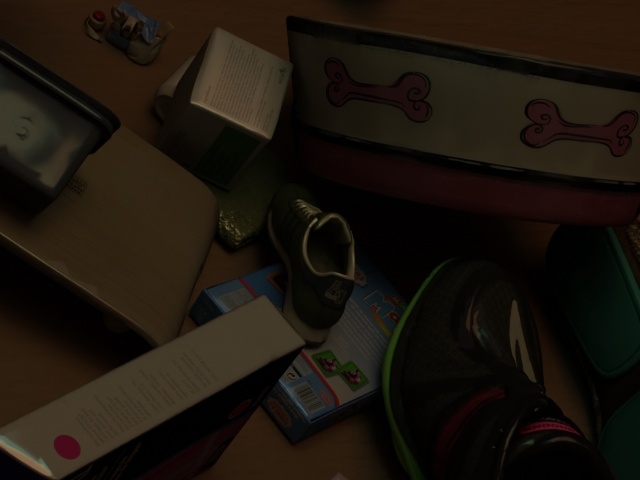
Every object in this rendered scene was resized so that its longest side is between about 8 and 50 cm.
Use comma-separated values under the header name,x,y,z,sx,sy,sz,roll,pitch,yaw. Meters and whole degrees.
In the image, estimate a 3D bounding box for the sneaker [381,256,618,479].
name,x,y,z,sx,sy,sz,roll,pitch,yaw
sneaker,0.170,0.198,1.556,0.185,0.202,0.483,29,39,-28

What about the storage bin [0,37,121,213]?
name,x,y,z,sx,sy,sz,roll,pitch,yaw
storage bin,-0.252,-0.088,1.507,0.135,0.098,0.091,35,64,-14

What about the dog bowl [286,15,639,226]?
name,x,y,z,sx,sy,sz,roll,pitch,yaw
dog bowl,0.155,-0.116,1.791,0.408,0.150,0.408,10,7,-1

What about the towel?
name,x,y,z,sx,sy,sz,roll,pitch,yaw
towel,-0.079,-0.053,1.785,0.110,0.027,0.148,42,38,7

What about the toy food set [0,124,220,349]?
name,x,y,z,sx,sy,sz,roll,pitch,yaw
toy food set,-0.237,-0.023,1.603,0.306,0.092,0.220,35,36,-14

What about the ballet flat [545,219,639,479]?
name,x,y,z,sx,sy,sz,roll,pitch,yaw
ballet flat,0.346,0.158,1.795,0.182,0.164,0.483,28,34,-27

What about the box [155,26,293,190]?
name,x,y,z,sx,sy,sz,roll,pitch,yaw
box,-0.092,-0.124,1.729,0.087,0.101,0.102,26,53,-13

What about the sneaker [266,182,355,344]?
name,x,y,z,sx,sy,sz,roll,pitch,yaw
sneaker,0.000,0.000,1.678,0.064,0.086,0.192,16,41,-22

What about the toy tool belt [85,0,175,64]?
name,x,y,z,sx,sy,sz,roll,pitch,yaw
toy tool belt,-0.193,-0.221,1.855,0.083,0.051,0.052,29,38,-8

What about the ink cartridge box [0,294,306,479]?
name,x,y,z,sx,sy,sz,roll,pitch,yaw
ink cartridge box,-0.177,0.167,1.363,0.069,0.176,0.371,49,40,16

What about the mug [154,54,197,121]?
name,x,y,z,sx,sy,sz,roll,pitch,yaw
mug,-0.127,-0.140,1.816,0.078,0.062,0.064,37,45,13

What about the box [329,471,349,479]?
name,x,y,z,sx,sy,sz,roll,pitch,yaw
box,-0.051,0.298,1.413,0.063,0.067,0.324,41,39,6

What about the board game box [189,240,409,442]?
name,x,y,z,sx,sy,sz,roll,pitch,yaw
board game box,0.003,0.087,1.693,0.211,0.039,0.160,-20,64,-46
